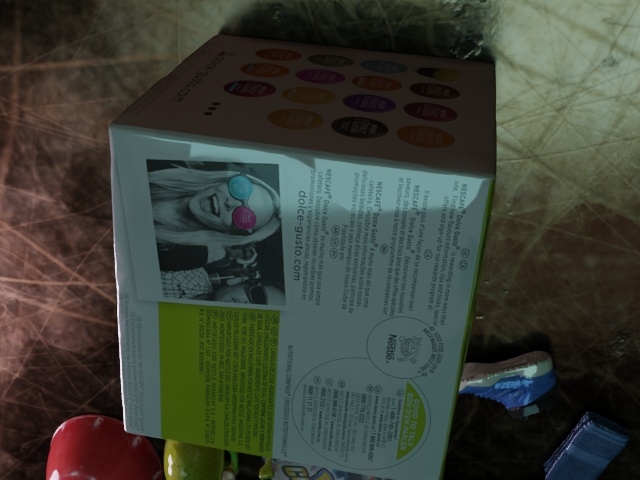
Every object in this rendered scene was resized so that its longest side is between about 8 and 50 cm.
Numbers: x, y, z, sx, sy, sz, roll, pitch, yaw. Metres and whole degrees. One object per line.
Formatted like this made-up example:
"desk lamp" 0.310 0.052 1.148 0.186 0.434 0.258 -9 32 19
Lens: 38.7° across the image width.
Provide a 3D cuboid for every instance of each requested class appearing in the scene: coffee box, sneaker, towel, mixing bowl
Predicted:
"coffee box" 0.000 0.000 0.963 0.334 0.338 0.338 8 118 7
"sneaker" 0.231 0.199 1.178 0.152 0.058 0.085 -14 105 11
"towel" 0.353 0.283 1.213 0.067 0.029 0.119 26 118 -2
"mixing bowl" -0.335 0.360 1.355 0.181 0.098 0.182 4 117 9

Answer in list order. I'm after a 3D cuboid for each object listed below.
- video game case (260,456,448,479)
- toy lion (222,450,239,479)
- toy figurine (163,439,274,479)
"video game case" 0.053 0.341 1.301 0.248 0.035 0.275 -12 114 17
"toy lion" -0.168 0.303 1.332 0.100 0.034 0.096 8 111 7
"toy figurine" -0.195 0.427 1.194 0.191 0.217 0.363 5 89 28
